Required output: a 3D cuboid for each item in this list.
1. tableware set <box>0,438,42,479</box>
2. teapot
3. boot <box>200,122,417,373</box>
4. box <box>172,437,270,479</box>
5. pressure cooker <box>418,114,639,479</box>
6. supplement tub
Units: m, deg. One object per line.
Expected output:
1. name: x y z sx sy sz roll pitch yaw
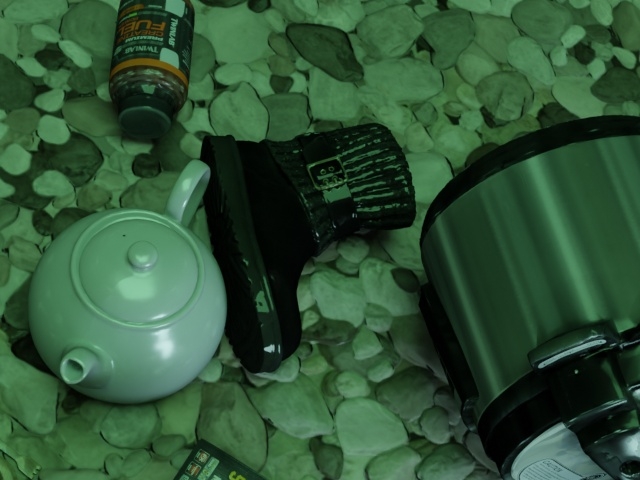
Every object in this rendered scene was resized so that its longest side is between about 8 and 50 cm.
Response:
1. tableware set: -0.333 0.298 1.534 0.194 0.039 0.128 35 57 6
2. teapot: -0.215 0.052 1.628 0.252 0.187 0.256 -12 63 -22
3. boot: 0.001 -0.003 1.755 0.260 0.131 0.348 -2 60 -17
4. box: -0.120 0.362 1.548 0.183 0.056 0.231 32 57 5
5. pressure cooker: 0.333 0.110 1.640 0.370 0.375 0.420 -5 61 -22
6. supplement tub: -0.222 -0.233 1.843 0.106 0.106 0.198 8 58 -11
